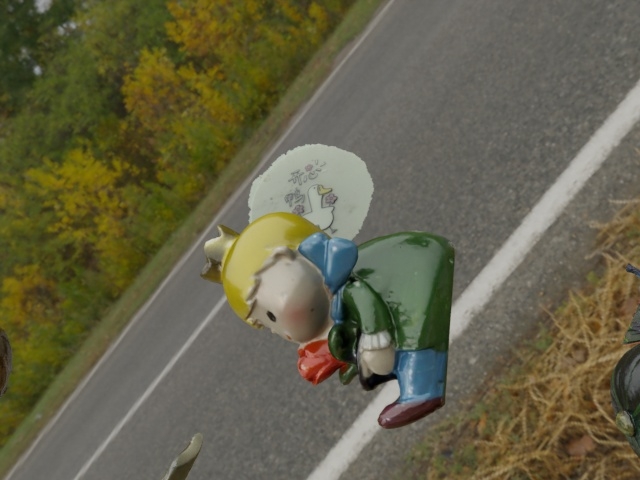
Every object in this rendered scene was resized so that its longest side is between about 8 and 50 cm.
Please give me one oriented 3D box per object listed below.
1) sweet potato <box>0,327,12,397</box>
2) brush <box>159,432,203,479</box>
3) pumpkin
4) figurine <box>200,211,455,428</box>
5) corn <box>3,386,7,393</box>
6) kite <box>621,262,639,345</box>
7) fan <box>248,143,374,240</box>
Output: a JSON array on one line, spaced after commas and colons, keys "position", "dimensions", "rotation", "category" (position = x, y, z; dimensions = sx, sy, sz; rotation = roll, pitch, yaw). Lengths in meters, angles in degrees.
[{"position": [-0.285, 0.076, 0.338], "dimensions": [0.341, 0.092, 0.114], "rotation": [37, -118, -68], "category": "sweet potato"}, {"position": [-0.174, 0.309, 0.639], "dimensions": [0.321, 0.050, 0.060], "rotation": [-60, -5, 19], "category": "brush"}, {"position": [0.706, 0.339, 1.401], "dimensions": [0.239, 0.315, 0.315], "rotation": [-17, 14, -7], "category": "pumpkin"}, {"position": [0.000, 0.068, 0.638], "dimensions": [0.127, 0.234, 0.185], "rotation": [18, -104, -83], "category": "figurine"}, {"position": [-0.504, 0.173, 0.751], "dimensions": [0.305, 0.106, 0.106], "rotation": [-15, -7, -32], "category": "corn"}, {"position": [0.729, 0.118, 1.459], "dimensions": [0.234, 0.016, 0.321], "rotation": [36, 127, 42], "category": "kite"}, {"position": [0.000, 0.000, 1.175], "dimensions": [0.233, 0.012, 0.414], "rotation": [-24, 57, 11], "category": "fan"}]
